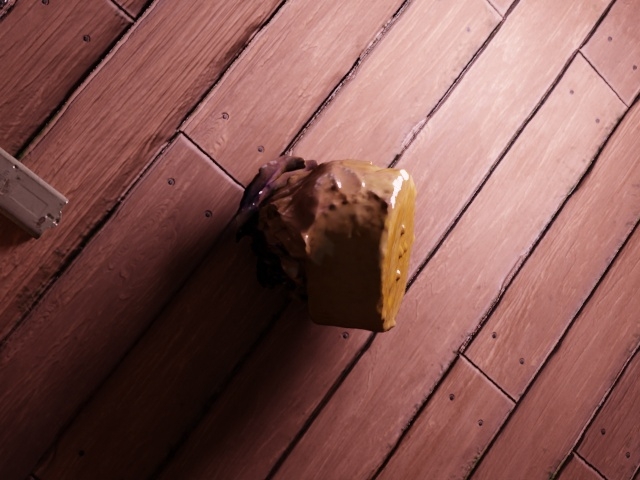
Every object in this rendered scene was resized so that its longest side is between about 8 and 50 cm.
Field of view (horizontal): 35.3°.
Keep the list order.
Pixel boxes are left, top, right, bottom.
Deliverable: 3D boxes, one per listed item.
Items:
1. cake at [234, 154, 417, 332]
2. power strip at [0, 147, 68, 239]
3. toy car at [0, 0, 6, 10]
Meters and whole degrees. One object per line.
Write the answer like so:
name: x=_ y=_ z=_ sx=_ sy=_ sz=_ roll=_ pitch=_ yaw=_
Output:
cake: x=0.002 y=0.000 z=1.895 sx=0.321 sy=0.332 sz=0.332 roll=10 pitch=86 yaw=14
power strip: x=-0.566 y=-0.112 z=1.744 sx=0.268 sy=0.034 sz=0.092 roll=40 pitch=76 yaw=-20
toy car: x=-0.586 y=-0.471 z=1.712 sx=0.062 sy=0.071 sz=0.165 roll=-16 pitch=98 yaw=-8
